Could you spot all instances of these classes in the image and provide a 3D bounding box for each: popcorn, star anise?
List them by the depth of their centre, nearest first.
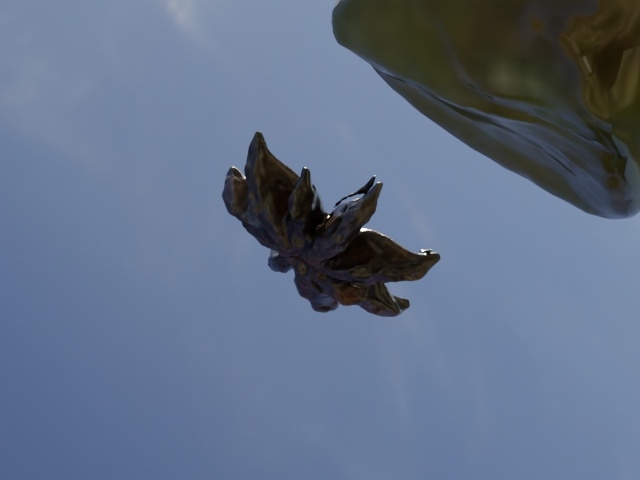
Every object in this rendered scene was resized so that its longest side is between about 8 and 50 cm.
[{"bbox_3d":[0.085,-0.191,0.439,0.292,0.294,0.334,32,173,42],"label":"popcorn"},{"bbox_3d":[0.000,0.002,0.829,0.141,0.141,0.042,48,-118,-21],"label":"star anise"}]
